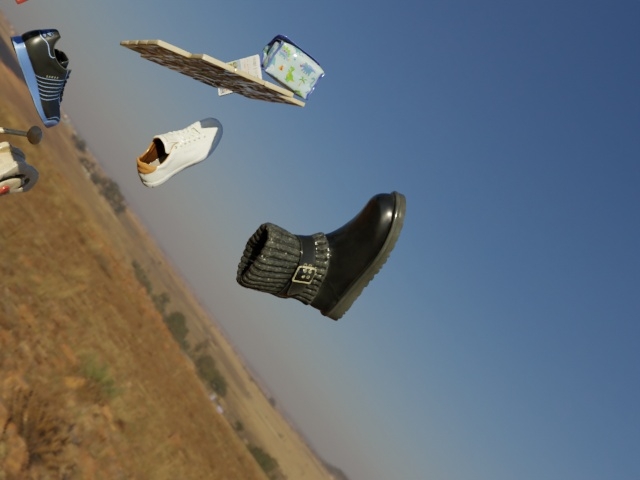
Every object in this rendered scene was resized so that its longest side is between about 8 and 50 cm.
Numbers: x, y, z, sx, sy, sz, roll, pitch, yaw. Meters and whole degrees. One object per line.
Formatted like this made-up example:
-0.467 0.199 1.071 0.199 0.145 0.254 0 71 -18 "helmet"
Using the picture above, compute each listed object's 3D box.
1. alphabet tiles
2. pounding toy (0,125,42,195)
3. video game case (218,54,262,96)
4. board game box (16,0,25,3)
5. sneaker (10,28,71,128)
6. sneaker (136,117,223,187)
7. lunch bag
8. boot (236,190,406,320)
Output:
-0.199 -0.302 1.300 0.285 0.011 0.342 18 3 -33 "alphabet tiles"
-0.835 -0.196 1.837 0.155 0.269 0.154 50 -25 9 "pounding toy"
-0.214 -0.434 1.884 0.011 0.122 0.087 35 46 -70 "video game case"
-0.522 -0.533 1.285 0.281 0.145 0.027 53 -16 31 "board game box"
-0.536 -0.318 1.422 0.081 0.090 0.232 61 -19 27 "sneaker"
-0.394 -0.270 2.026 0.106 0.290 0.123 39 -22 21 "sneaker"
-0.069 -0.402 1.652 0.129 0.096 0.151 34 9 -21 "lunch bag"
0.000 0.003 1.527 0.260 0.348 0.131 26 19 -19 "boot"
